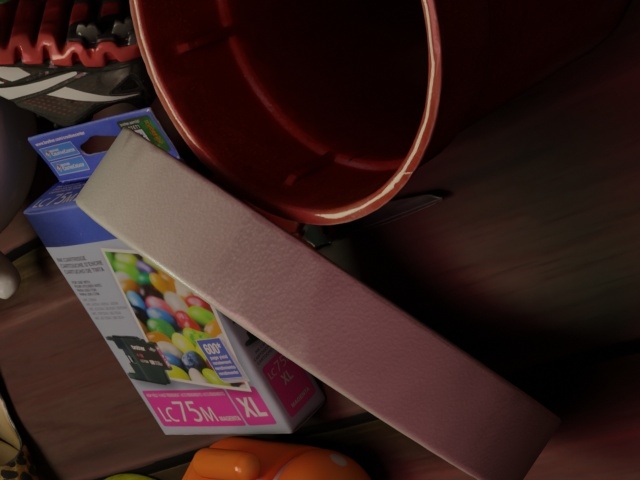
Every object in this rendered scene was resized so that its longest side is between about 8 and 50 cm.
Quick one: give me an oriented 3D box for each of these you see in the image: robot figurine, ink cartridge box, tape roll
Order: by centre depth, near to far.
[{"bbox_3d":[-0.001,0.053,1.382,0.392,0.392,0.072,34,88,30],"label":"tape roll"},{"bbox_3d":[-0.035,0.241,1.663,0.219,0.128,0.158,2,108,46],"label":"robot figurine"},{"bbox_3d":[-0.142,0.037,1.664,0.186,0.065,0.311,-7,118,47],"label":"ink cartridge box"}]

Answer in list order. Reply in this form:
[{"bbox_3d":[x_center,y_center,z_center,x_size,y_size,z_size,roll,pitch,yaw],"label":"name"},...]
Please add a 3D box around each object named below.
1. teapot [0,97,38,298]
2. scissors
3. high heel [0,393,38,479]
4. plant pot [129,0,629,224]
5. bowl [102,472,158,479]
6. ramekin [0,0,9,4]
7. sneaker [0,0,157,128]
[{"bbox_3d":[-0.373,-0.102,1.810,0.252,0.187,0.256,30,103,9],"label":"teapot"},{"bbox_3d":[0.000,0.000,1.592,0.297,0.021,0.109,5,110,43],"label":"scissors"},{"bbox_3d":[-0.366,0.171,1.986,0.261,0.093,0.186,47,143,32],"label":"high heel"},{"bbox_3d":[0.058,-0.181,1.256,0.272,0.265,0.272,22,124,37],"label":"plant pot"},{"bbox_3d":[-0.202,0.396,1.886,0.289,0.156,0.289,21,123,37],"label":"bowl"},{"bbox_3d":[-0.325,-0.324,1.519,0.303,0.148,0.303,-1,88,22],"label":"ramekin"},{"bbox_3d":[-0.260,-0.158,1.655,0.276,0.097,0.135,-1,138,9],"label":"sneaker"}]
